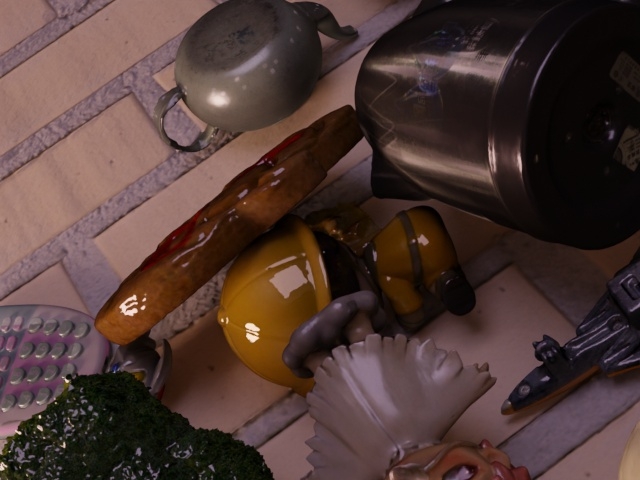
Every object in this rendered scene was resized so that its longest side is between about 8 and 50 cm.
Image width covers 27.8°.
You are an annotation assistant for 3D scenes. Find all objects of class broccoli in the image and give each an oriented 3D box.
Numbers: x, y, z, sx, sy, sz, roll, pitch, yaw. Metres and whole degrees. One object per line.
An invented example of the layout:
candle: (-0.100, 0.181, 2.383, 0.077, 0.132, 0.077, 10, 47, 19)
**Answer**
broccoli: (-0.200, 0.284, 1.200, 0.321, 0.304, 0.283, -42, 15, -14)

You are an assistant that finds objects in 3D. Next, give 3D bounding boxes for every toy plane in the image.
toy plane: (0.298, 0.065, 1.222, 0.316, 0.103, 0.204, -30, 45, 0)

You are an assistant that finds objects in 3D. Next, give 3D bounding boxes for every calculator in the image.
calculator: (-0.385, 0.157, 1.538, 0.299, 0.041, 0.185, -6, 49, 20)

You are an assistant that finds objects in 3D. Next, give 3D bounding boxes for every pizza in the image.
pizza: (0.000, 0.000, 1.479, 0.160, 0.036, 0.099, -15, 47, 15)

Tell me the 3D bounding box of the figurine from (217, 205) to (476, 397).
figurine: (0.018, 0.046, 1.341, 0.257, 0.167, 0.192, -28, 31, 0)

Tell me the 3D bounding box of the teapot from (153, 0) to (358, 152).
teapot: (-0.089, -0.220, 1.656, 0.294, 0.129, 0.193, -40, 46, -6)

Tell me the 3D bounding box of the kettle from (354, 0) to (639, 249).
kettle: (0.179, -0.173, 1.280, 0.324, 0.228, 0.321, 19, 89, 51)

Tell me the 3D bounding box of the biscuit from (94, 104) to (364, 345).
biscuit: (-0.094, -0.027, 1.399, 0.367, 0.063, 0.314, -43, 5, -28)

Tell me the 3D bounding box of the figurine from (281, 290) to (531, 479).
figurine: (0.098, 0.221, 1.130, 0.207, 0.166, 0.387, -37, 59, 7)

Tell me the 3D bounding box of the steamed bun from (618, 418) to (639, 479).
steamed bun: (0.381, 0.216, 0.909, 0.233, 0.312, 0.334, -38, 48, -10)

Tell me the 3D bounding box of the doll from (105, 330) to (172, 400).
doll: (-0.210, 0.179, 1.416, 0.104, 0.062, 0.194, -47, 29, 52)
